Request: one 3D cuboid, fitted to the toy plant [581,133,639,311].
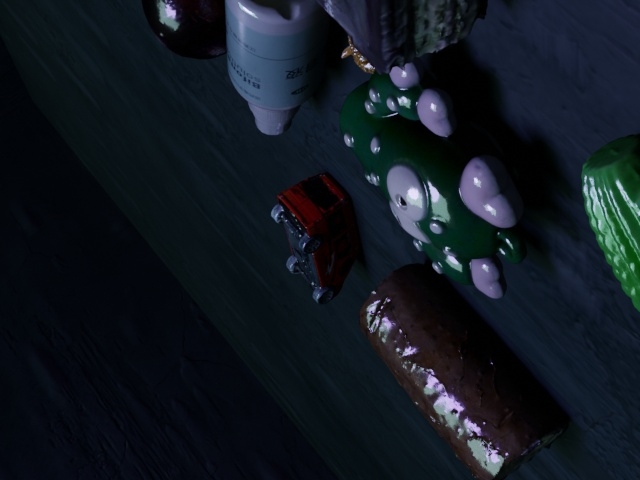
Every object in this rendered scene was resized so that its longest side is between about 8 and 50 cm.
[{"bbox_3d":[0.269,0.027,1.011,0.240,0.088,0.155,53,-177,-37],"label":"toy plant"}]

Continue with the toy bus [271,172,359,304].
[{"bbox_3d":[0.000,0.000,1.860,0.081,0.089,0.195,48,163,33],"label":"toy bus"}]

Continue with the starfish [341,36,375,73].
[{"bbox_3d":[0.057,-0.184,1.341,0.130,0.041,0.133,47,164,28],"label":"starfish"}]

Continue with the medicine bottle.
[{"bbox_3d":[-0.048,-0.205,1.508,0.110,0.110,0.352,53,166,14],"label":"medicine bottle"}]

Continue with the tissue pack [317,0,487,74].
[{"bbox_3d":[0.025,-0.310,1.008,0.245,0.123,0.332,55,165,28],"label":"tissue pack"}]

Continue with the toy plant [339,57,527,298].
[{"bbox_3d":[0.111,-0.060,1.282,0.243,0.112,0.232,54,167,10],"label":"toy plant"}]

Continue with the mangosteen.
[{"bbox_3d":[-0.132,-0.285,1.584,0.152,0.152,0.152,52,166,19],"label":"mangosteen"}]

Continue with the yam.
[{"bbox_3d":[0.159,0.161,1.618,0.280,0.131,0.131,50,165,26],"label":"yam"}]
